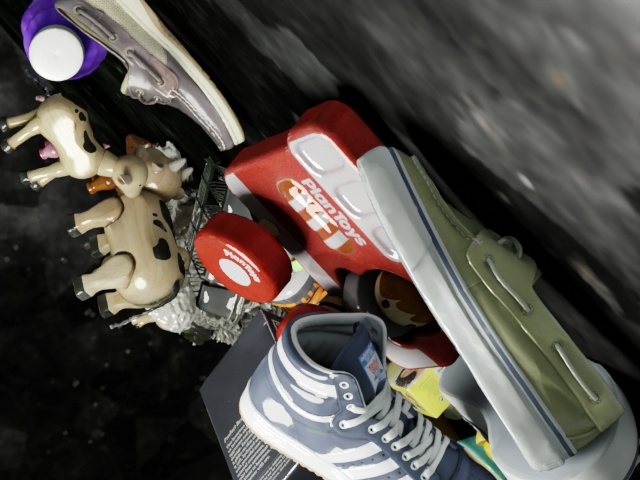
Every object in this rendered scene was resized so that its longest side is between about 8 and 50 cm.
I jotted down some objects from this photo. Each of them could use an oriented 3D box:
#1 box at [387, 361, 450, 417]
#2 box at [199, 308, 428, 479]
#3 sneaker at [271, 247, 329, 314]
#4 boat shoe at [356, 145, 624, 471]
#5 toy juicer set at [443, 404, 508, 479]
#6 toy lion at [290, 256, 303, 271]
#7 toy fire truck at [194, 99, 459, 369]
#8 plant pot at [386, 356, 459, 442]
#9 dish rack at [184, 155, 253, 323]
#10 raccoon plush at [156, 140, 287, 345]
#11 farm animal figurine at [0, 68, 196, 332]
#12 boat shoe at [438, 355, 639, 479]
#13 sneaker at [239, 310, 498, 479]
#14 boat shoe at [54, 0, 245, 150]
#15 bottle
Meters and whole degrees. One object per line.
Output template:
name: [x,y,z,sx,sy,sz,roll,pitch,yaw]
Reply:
box: [0.138,0.183,1.790,0.058,0.087,0.232,45,171,-3]
box: [0.015,0.294,1.953,0.296,0.183,0.294,26,-159,-33]
sneaker: [-0.022,0.062,1.983,0.180,0.124,0.321,43,-179,-19]
boat shoe: [0.137,0.043,1.098,0.302,0.094,0.109,58,-178,2]
toy juicer set: [0.236,0.311,1.887,0.329,0.089,0.209,40,170,41]
toy lion: [0.000,0.000,1.574,0.034,0.096,0.100,48,172,-7]
toy fire truck: [0.042,0.010,1.275,0.302,0.169,0.254,48,153,-16]
plant pot: [0.100,0.301,2.230,0.188,0.205,0.205,62,174,8]
dish rack: [-0.151,-0.014,1.978,0.074,0.208,0.271,14,-169,-16]
raccoon plush: [-0.127,0.035,2.364,0.299,0.216,0.446,35,-145,-57]
farm animal figurine: [-0.256,-0.050,1.760,0.330,0.172,0.327,30,-139,-72]
boat shoe: [0.228,0.201,1.258,0.156,0.136,0.367,49,174,-13]
sneaker: [0.068,0.170,1.238,0.282,0.099,0.153,27,132,4]
boat shoe: [-0.209,-0.212,1.628,0.285,0.092,0.103,49,173,-9]
bottle: [-0.337,-0.273,1.751,0.118,0.092,0.283,50,-172,-18]
